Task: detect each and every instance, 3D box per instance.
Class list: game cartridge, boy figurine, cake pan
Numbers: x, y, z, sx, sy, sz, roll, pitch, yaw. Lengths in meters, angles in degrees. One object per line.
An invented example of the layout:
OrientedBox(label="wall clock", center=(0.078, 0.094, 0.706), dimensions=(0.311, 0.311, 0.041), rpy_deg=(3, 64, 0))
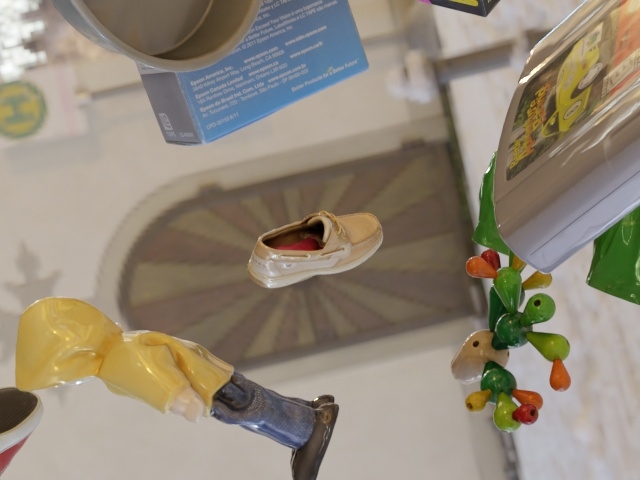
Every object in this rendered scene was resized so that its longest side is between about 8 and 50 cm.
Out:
OrientedBox(label="game cartridge", center=(0.219, -0.112, 1.225), dimensions=(0.196, 0.060, 0.294), rpy_deg=(-46, 17, 37))
OrientedBox(label="boy figurine", center=(-0.127, 0.127, 1.342), dimensions=(0.177, 0.285, 0.092), rpy_deg=(-152, 81, -84))
OrientedBox(label="cake pan", center=(-0.162, -0.295, 1.424), dimensions=(0.293, 0.054, 0.293), rpy_deg=(8, -101, -48))

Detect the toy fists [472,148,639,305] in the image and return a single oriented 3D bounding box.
OrientedBox(label="toy fists", center=(0.316, -0.026, 1.820), dimensions=(0.096, 0.279, 0.142), rpy_deg=(-4, -66, -62))

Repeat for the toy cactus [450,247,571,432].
OrientedBox(label="toy cactus", center=(0.175, 0.102, 1.572), dimensions=(0.180, 0.112, 0.219), rpy_deg=(130, 142, -57))

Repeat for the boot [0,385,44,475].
OrientedBox(label="boot", center=(-0.428, 0.301, 1.922), dimensions=(0.244, 0.088, 0.176), rpy_deg=(-45, -32, -50))

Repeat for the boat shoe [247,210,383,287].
OrientedBox(label="boat shoe", center=(0.000, 0.000, 1.692), dimensions=(0.063, 0.170, 0.059), rpy_deg=(45, 142, 33))

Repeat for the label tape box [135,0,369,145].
OrientedBox(label="label tape box", center=(-0.117, -0.317, 1.843), dimensions=(0.115, 0.249, 0.347), rpy_deg=(4, 117, 60))

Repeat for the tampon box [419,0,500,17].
OrientedBox(label="tampon box", center=(0.204, -0.392, 2.081), dimensions=(0.120, 0.161, 0.101), rpy_deg=(20, 146, 35))
